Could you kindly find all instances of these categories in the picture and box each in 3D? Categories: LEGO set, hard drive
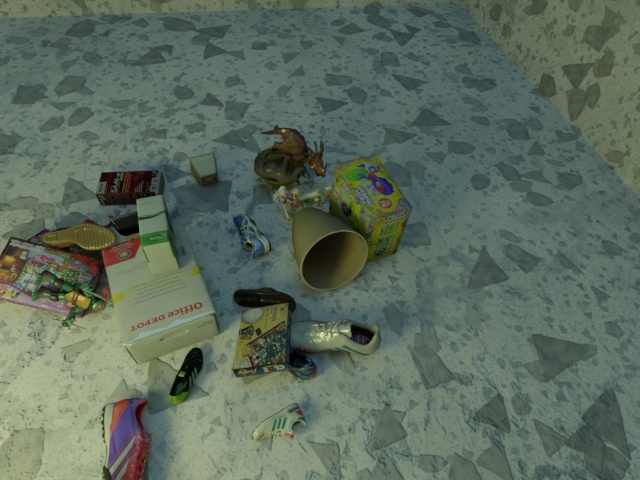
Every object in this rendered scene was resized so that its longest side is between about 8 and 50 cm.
[{"bbox_3d":[-0.065,-0.151,1.715,0.286,0.132,0.107,-4,67,-37],"label":"LEGO set"},{"bbox_3d":[-0.659,-0.067,1.521,0.171,0.254,0.054,-19,91,-19],"label":"hard drive"}]

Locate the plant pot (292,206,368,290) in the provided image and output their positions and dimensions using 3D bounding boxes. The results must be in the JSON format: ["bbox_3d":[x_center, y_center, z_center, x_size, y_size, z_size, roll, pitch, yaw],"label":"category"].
[{"bbox_3d":[0.000,0.000,1.540,0.256,0.257,0.274,-16,38,-16],"label":"plant pot"}]

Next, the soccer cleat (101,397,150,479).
[{"bbox_3d":[-0.512,0.579,1.118,0.116,0.109,0.319,-11,52,-18],"label":"soccer cleat"}]

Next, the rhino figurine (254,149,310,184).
[{"bbox_3d":[-0.158,-0.289,1.712,0.242,0.073,0.107,15,72,2],"label":"rhino figurine"}]

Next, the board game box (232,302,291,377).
[{"bbox_3d":[-0.179,0.309,1.324,0.164,0.042,0.243,-10,36,6],"label":"board game box"}]

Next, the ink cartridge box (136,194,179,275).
[{"bbox_3d":[-0.519,-0.020,1.336,0.086,0.153,0.209,-13,55,-15],"label":"ink cartridge box"}]

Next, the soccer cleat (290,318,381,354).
[{"bbox_3d":[0.034,0.298,1.355,0.330,0.143,0.116,4,53,-2],"label":"soccer cleat"}]

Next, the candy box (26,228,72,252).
[{"bbox_3d":[-1.008,0.086,1.462,0.159,0.071,0.233,35,57,17],"label":"candy box"}]

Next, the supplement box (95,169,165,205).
[{"bbox_3d":[-0.774,-0.217,1.714,0.239,0.073,0.131,-4,54,-7],"label":"supplement box"}]

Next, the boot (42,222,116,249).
[{"bbox_3d":[-0.797,-0.012,1.462,0.248,0.207,0.090,0,89,1],"label":"boot"}]

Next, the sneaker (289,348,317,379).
[{"bbox_3d":[-0.115,0.369,1.321,0.220,0.087,0.083,11,52,6],"label":"sneaker"}]

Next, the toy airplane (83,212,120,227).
[{"bbox_3d":[-0.830,-0.053,1.611,0.151,0.028,0.151,6,55,-8],"label":"toy airplane"}]

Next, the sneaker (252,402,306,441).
[{"bbox_3d":[-0.116,0.543,1.208,0.161,0.057,0.075,-24,53,-25],"label":"sneaker"}]

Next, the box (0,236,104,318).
[{"bbox_3d":[-0.908,0.123,1.385,0.292,0.057,0.201,17,61,-14],"label":"box"}]

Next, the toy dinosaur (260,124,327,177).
[{"bbox_3d":[-0.093,-0.391,1.709,0.200,0.295,0.127,12,73,49],"label":"toy dinosaur"}]

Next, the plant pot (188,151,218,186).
[{"bbox_3d":[-0.490,-0.296,1.787,0.108,0.109,0.096,-19,70,-18],"label":"plant pot"}]

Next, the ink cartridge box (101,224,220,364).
[{"bbox_3d":[-0.527,0.171,1.387,0.278,0.161,0.385,-19,56,-18],"label":"ink cartridge box"}]

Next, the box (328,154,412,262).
[{"bbox_3d":[0.175,-0.115,1.596,0.176,0.279,0.290,-16,56,-16],"label":"box"}]

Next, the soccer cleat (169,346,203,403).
[{"bbox_3d":[-0.408,0.405,1.276,0.060,0.072,0.179,13,53,4],"label":"soccer cleat"}]

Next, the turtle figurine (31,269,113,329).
[{"bbox_3d":[-0.770,0.186,1.315,0.234,0.176,0.118,25,11,-9],"label":"turtle figurine"}]

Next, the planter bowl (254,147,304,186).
[{"bbox_3d":[-0.180,-0.300,1.820,0.216,0.090,0.217,4,54,-6],"label":"planter bowl"}]

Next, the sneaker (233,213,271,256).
[{"bbox_3d":[-0.279,-0.023,1.608,0.081,0.080,0.211,-31,60,-29],"label":"sneaker"}]

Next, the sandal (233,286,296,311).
[{"bbox_3d":[-0.192,0.200,1.460,0.219,0.090,0.060,5,30,7],"label":"sandal"}]
